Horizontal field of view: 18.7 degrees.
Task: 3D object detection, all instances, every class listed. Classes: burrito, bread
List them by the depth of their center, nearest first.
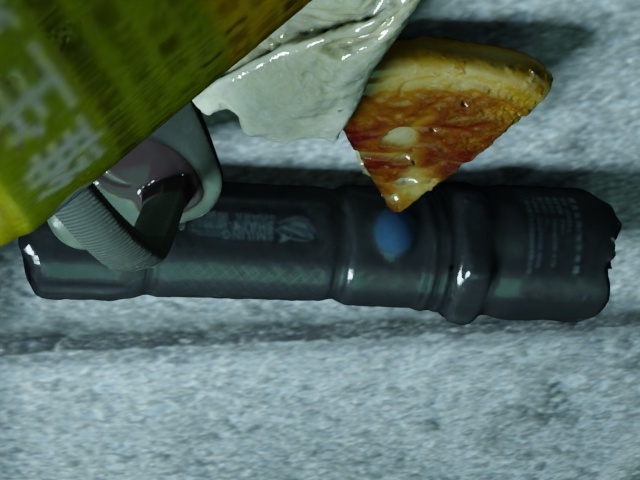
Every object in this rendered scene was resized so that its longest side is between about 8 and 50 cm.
[{"bbox_3d":[0.027,-0.185,1.060,0.117,0.076,0.392,12,142,-17],"label":"burrito"},{"bbox_3d":[0.050,-0.091,1.244,0.136,0.054,0.154,21,131,-31],"label":"bread"}]

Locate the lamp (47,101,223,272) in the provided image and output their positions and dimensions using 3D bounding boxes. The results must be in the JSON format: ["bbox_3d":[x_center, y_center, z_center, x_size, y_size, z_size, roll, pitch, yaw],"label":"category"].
[{"bbox_3d":[-0.176,-0.026,1.114,0.203,0.124,0.283,-16,-176,9],"label":"lamp"}]

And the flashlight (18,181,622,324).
[{"bbox_3d":[0.000,0.000,1.340,0.424,0.103,0.103,3,146,-17],"label":"flashlight"}]

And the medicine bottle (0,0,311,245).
[{"bbox_3d":[-0.174,-0.109,0.853,0.384,0.224,0.224,-40,148,-8],"label":"medicine bottle"}]
